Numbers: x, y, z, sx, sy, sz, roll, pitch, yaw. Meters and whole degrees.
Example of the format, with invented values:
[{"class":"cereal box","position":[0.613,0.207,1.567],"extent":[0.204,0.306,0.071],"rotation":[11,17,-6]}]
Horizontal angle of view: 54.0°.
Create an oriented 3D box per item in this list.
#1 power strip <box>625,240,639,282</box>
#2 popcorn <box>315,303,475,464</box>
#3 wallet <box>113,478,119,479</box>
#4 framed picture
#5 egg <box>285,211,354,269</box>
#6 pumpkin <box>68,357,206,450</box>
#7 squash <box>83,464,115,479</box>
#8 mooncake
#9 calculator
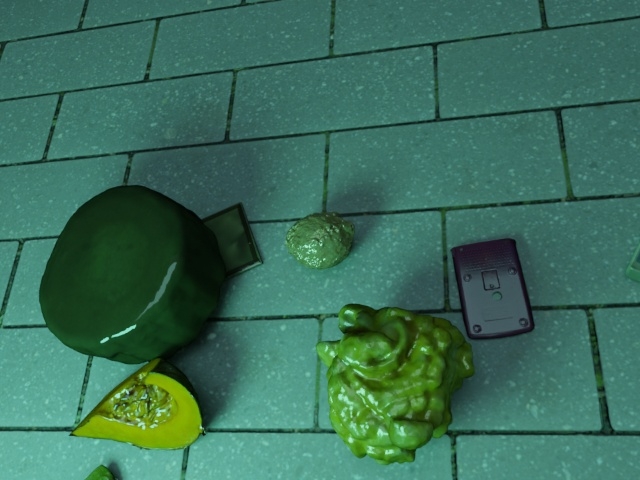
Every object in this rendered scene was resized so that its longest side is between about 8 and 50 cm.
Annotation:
[{"class":"power strip","position":[0.678,-0.065,1.152],"extent":[0.106,0.043,0.367],"rotation":[25,73,24]},{"class":"popcorn","position":[0.114,0.235,1.053],"extent":[0.242,0.235,0.250],"rotation":[-7,40,38]},{"class":"wallet","position":[-0.419,0.482,1.192],"extent":[0.083,0.011,0.044],"rotation":[-18,61,7]},{"class":"framed picture","position":[-0.253,0.027,1.373],"extent":[0.231,0.010,0.173],"rotation":[-23,61,3]},{"class":"egg","position":[0.000,0.000,1.260],"extent":[0.140,0.116,0.118],"rotation":[3,94,17]},{"class":"pumpkin","position":[-0.320,0.330,1.203],"extent":[0.278,0.163,0.111],"rotation":[-36,13,22]},{"class":"squash","position":[-0.448,0.589,1.131],"extent":[0.111,0.203,0.289],"rotation":[20,38,21]},{"class":"mooncake","position":[-0.376,0.072,1.271],"extent":[0.356,0.194,0.356],"rotation":[-10,61,19]},{"class":"calculator","position":[0.322,0.088,1.178],"extent":[0.126,0.034,0.190],"rotation":[-9,63,8]}]
